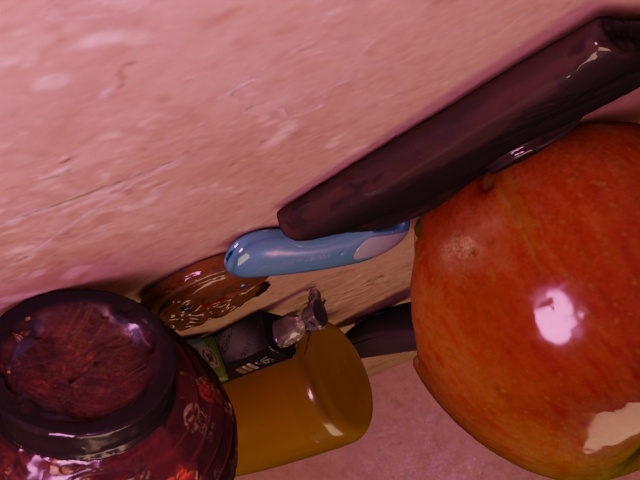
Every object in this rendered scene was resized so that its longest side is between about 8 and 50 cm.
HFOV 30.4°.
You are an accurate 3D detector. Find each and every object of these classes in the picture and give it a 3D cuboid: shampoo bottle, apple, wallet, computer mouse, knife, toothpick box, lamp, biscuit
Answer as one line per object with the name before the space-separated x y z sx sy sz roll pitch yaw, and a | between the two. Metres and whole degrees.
shampoo bottle | -0.081 0.120 1.385 0.207 0.063 0.057 -26 159 26
apple | 0.245 0.060 1.099 0.339 0.339 0.339 -22 169 -4
wallet | 0.119 -0.075 0.870 0.309 0.042 0.165 -31 165 38
computer mouse | 0.123 0.129 1.776 0.232 0.057 0.120 -12 -167 40
knife | 0.000 0.000 1.027 0.222 0.031 0.064 -8 140 -47
toothpick box | -0.081 0.230 1.626 0.271 0.175 0.175 -24 170 24
lamp | -0.184 0.161 0.908 0.247 0.247 0.247 -22 169 -4
biscuit | -0.099 0.049 1.058 0.124 0.026 0.175 -21 167 -11

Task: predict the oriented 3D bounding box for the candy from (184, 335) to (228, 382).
candy | -0.199 0.155 1.303 0.097 0.062 0.194 -28 167 29

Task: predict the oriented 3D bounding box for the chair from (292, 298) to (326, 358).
chair | -0.028 0.104 1.485 0.037 0.042 0.086 -11 129 -51

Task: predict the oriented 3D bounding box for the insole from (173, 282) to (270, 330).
insole | -0.189 0.090 1.143 0.328 0.007 0.111 -17 166 -30
